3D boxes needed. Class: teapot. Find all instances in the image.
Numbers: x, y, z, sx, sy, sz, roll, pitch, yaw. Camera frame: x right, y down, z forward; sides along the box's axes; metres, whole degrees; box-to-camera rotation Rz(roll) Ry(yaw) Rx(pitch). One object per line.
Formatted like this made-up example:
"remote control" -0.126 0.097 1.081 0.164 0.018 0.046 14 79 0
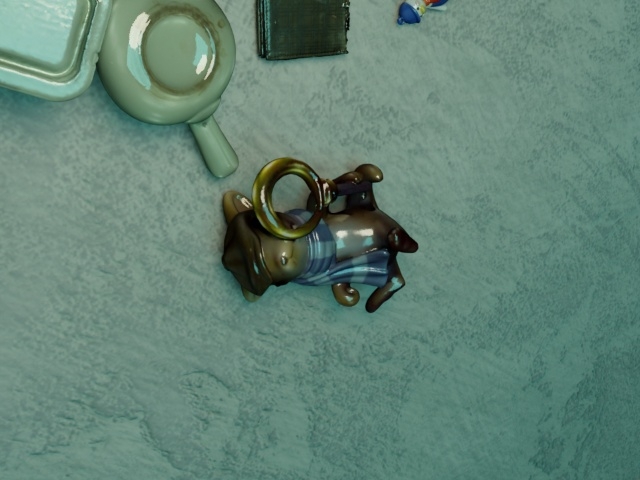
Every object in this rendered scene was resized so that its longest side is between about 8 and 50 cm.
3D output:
"teapot" -0.221 -0.225 1.003 0.220 0.149 0.318 -17 115 -30

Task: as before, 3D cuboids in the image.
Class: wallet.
"wallet" -0.028 -0.455 1.074 0.169 0.044 0.317 -13 116 -26

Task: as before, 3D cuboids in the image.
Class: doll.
"doll" 0.003 0.001 1.171 0.340 0.209 0.318 -6 109 -22
"doll" 0.189 -0.431 1.187 0.143 0.057 0.099 -42 137 0

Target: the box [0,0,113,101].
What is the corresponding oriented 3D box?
"box" -0.441 -0.305 0.843 0.312 0.182 0.175 13 104 -30
